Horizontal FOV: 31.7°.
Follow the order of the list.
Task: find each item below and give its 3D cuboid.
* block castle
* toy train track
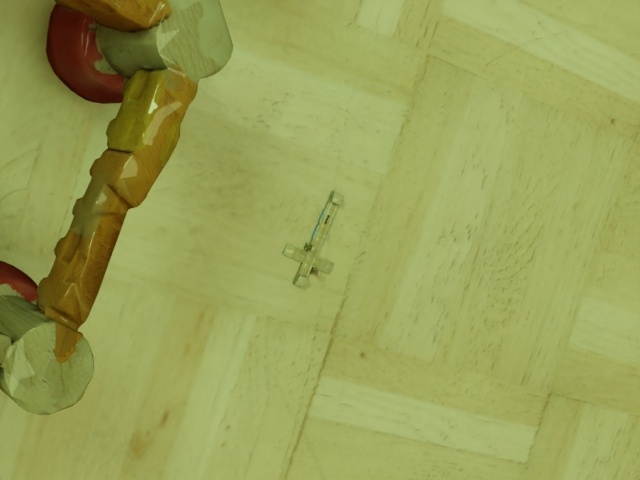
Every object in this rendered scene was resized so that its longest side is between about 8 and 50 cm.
[{"bbox_3d":[-0.308,-0.097,0.638,0.453,0.213,0.303,25,84,-32],"label":"block castle"},{"bbox_3d":[0.000,0.000,0.923,0.048,0.014,0.083,23,89,-29],"label":"toy train track"}]
